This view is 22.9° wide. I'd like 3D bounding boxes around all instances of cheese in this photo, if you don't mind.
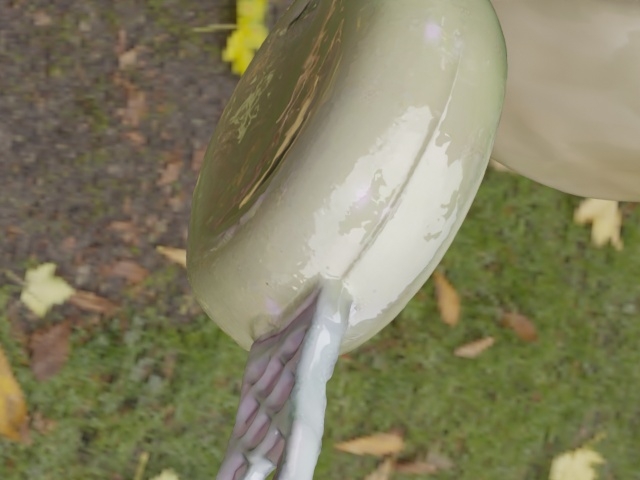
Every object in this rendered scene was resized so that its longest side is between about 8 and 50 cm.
[{"bbox_3d":[0.000,0.000,0.508,0.064,0.137,0.227,29,47,-18],"label":"cheese"}]

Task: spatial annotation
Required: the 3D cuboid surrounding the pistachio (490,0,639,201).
[{"bbox_3d":[0.156,-0.172,0.778,0.281,0.365,0.445,-63,162,-3],"label":"pistachio"}]
